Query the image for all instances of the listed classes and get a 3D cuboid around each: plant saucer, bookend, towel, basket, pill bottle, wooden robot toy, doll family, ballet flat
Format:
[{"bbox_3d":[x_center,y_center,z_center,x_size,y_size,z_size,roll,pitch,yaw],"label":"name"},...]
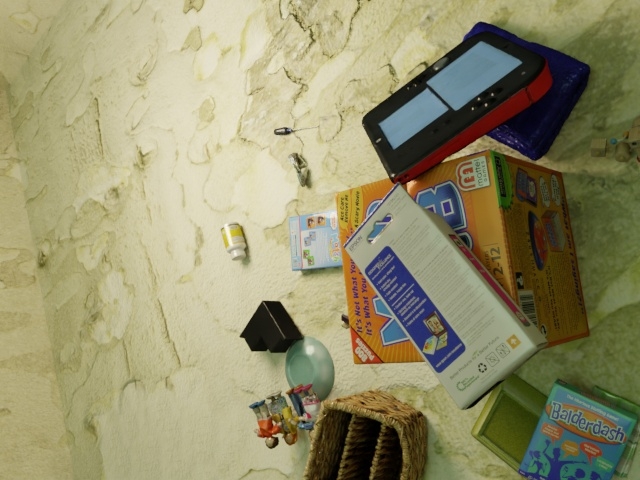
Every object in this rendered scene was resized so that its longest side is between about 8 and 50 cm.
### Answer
[{"bbox_3d":[0.432,0.413,1.337,0.188,0.045,0.188,34,111,37],"label":"plant saucer"},{"bbox_3d":[-0.150,0.288,1.829,0.156,0.072,0.157,-57,48,24],"label":"bookend"},{"bbox_3d":[0.576,0.383,1.225,0.113,0.023,0.152,22,103,39],"label":"towel"},{"bbox_3d":[0.113,0.546,1.499,0.213,0.223,0.299,22,102,40],"label":"basket"},{"bbox_3d":[0.410,-0.339,1.362,0.308,0.076,0.228,39,114,35],"label":"towel"},{"bbox_3d":[-0.278,0.004,1.969,0.065,0.065,0.116,-32,68,36],"label":"pill bottle"},{"bbox_3d":[-0.045,0.376,1.769,0.195,0.037,0.195,-2,86,42],"label":"plant saucer"},{"bbox_3d":[0.622,-0.204,1.193,0.173,0.076,0.079,-10,47,41],"label":"wooden robot toy"},{"bbox_3d":[-0.065,0.500,1.734,0.263,0.118,0.163,-24,87,27],"label":"doll family"},{"bbox_3d":[-0.060,-0.212,1.803,0.041,0.041,0.114,-38,66,34],"label":"ballet flat"}]

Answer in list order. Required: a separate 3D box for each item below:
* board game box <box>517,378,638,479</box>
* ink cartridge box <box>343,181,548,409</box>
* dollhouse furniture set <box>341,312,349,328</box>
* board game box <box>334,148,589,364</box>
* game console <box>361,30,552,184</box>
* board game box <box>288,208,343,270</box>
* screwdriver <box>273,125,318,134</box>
[{"bbox_3d":[0.509,0.408,1.220,0.160,0.047,0.210,23,101,29],"label":"board game box"},{"bbox_3d":[0.201,0.088,1.064,0.176,0.069,0.371,-50,62,28],"label":"ink cartridge box"},{"bbox_3d":[0.124,0.213,1.643,0.114,0.091,0.081,30,67,16],"label":"dollhouse furniture set"},{"bbox_3d":[0.293,0.051,1.264,0.356,0.356,0.357,-13,80,40],"label":"board game box"},{"bbox_3d":[0.250,-0.282,1.232,0.342,0.060,0.386,-31,26,10],"label":"game console"},{"bbox_3d":[0.000,0.000,1.739,0.211,0.039,0.160,-8,84,42],"label":"board game box"},{"bbox_3d":[-0.074,-0.329,1.829,0.170,0.024,0.025,5,63,40],"label":"screwdriver"}]
